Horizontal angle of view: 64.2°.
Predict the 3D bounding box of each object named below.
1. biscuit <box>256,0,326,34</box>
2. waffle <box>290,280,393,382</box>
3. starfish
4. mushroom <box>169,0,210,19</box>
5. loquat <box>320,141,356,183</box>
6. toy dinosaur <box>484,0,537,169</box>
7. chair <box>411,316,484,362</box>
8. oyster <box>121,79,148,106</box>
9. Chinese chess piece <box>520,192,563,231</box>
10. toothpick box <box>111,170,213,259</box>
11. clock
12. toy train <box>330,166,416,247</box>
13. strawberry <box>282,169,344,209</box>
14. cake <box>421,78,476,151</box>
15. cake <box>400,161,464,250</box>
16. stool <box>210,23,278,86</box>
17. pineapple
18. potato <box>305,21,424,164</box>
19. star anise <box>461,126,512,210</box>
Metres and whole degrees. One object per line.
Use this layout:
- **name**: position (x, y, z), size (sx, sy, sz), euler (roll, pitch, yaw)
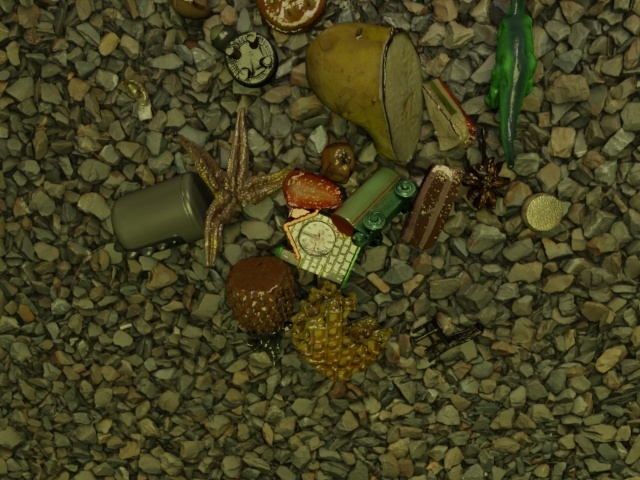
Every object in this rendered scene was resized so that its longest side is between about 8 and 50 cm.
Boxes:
- **biscuit**: position (-0.085, -0.722, 1.494), size (0.220, 0.066, 0.221), euler (0, 99, 2)
- **waffle**: position (0.057, 0.293, 1.600), size (0.261, 0.151, 0.324), euler (-43, 121, 2)
- **starfish**: position (-0.257, -0.181, 1.530), size (0.397, 0.132, 0.384), euler (-30, 106, -24)
- **mushroom**: position (-0.318, -0.838, 1.450), size (0.153, 0.137, 0.408), euler (14, 105, -11)
- **loquat**: position (0.058, -0.236, 1.550), size (0.112, 0.137, 0.138), euler (4, 102, -7)
- **toy dinosaur**: position (0.527, -0.472, 1.338), size (0.143, 0.500, 0.375), euler (1, 137, 12)
- **chair**: position (0.417, 0.296, 1.663), size (0.212, 0.084, 0.102), euler (-32, 102, 9)
- **oyster**: position (-0.574, -0.465, 1.602), size (0.080, 0.038, 0.083), euler (3, 128, 13)
- **Chinese chess piece**: position (0.686, -0.087, 1.583), size (0.121, 0.051, 0.122), euler (1, 100, 3)
- **toothpick box**: position (-0.498, -0.061, 1.577), size (0.316, 0.229, 0.229), euler (-18, 100, 8)
- **clock**: position (0.000, 0.000, 1.615), size (0.255, 0.106, 0.220), euler (22, 102, -1)
- **toy train**: position (0.160, -0.105, 1.521), size (0.177, 0.116, 0.285), euler (34, 64, 22)
- **strawberry**: position (-0.028, -0.145, 1.551), size (0.188, 0.082, 0.121), euler (17, 98, -15)
- **cake**: position (0.384, -0.372, 1.499), size (0.086, 0.116, 0.221), euler (-22, 104, -29)
- **cake**: position (0.348, -0.111, 1.592), size (0.115, 0.113, 0.296), euler (22, 114, 5)
- **stool**: position (-0.228, -0.540, 1.503), size (0.227, 0.139, 0.154), euler (16, 101, -3)
- **pineapple**: position (-0.174, 0.233, 1.623), size (0.222, 0.223, 0.358), euler (-4, 125, 4)
- **potato**: position (0.121, -0.435, 1.489), size (0.295, 0.290, 0.397), euler (11, 144, 29)
- **star anise**: position (0.511, -0.203, 1.549), size (0.177, 0.073, 0.234), euler (17, 98, -29)
